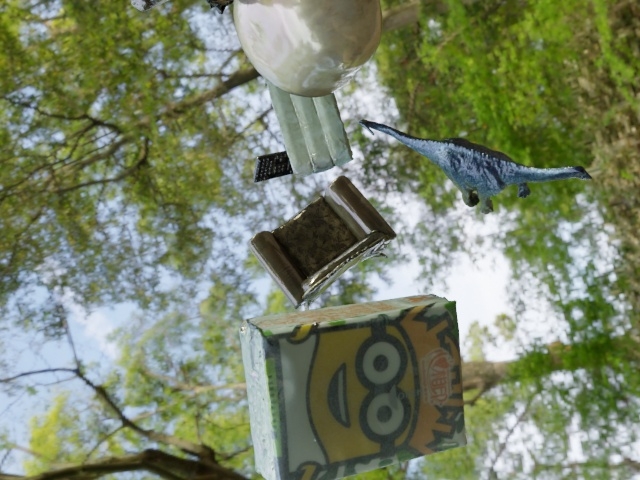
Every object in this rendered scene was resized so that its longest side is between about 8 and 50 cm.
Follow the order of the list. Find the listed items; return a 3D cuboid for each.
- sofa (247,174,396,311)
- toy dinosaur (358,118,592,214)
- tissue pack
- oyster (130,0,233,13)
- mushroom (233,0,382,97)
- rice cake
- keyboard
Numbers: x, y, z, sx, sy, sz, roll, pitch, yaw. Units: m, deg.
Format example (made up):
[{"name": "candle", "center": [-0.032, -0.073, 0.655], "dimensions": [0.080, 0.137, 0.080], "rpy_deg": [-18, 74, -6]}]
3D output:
[{"name": "sofa", "center": [0.000, 0.000, 1.643], "dimensions": [0.200, 0.258, 0.182], "rpy_deg": [51, 169, 20]}, {"name": "toy dinosaur", "center": [0.231, -0.113, 1.209], "dimensions": [0.076, 0.363, 0.147], "rpy_deg": [-60, -29, -17]}, {"name": "tissue pack", "center": [0.051, 0.208, 1.153], "dimensions": [0.311, 0.128, 0.227], "rpy_deg": [-7, -85, -22]}, {"name": "oyster", "center": [-0.223, -0.399, 1.189], "dimensions": [0.259, 0.198, 0.092], "rpy_deg": [-105, 25, -58]}, {"name": "mushroom", "center": [0.000, -0.358, 1.261], "dimensions": [0.234, 0.260, 0.253], "rpy_deg": [-31, -38, -34]}, {"name": "rice cake", "center": [-0.023, -0.217, 1.403], "dimensions": [0.038, 0.124, 0.211], "rpy_deg": [29, -133, -71]}, {"name": "keyboard", "center": [-0.036, -0.156, 1.550], "dimensions": [0.205, 0.061, 0.013], "rpy_deg": [-16, -130, -29]}]
